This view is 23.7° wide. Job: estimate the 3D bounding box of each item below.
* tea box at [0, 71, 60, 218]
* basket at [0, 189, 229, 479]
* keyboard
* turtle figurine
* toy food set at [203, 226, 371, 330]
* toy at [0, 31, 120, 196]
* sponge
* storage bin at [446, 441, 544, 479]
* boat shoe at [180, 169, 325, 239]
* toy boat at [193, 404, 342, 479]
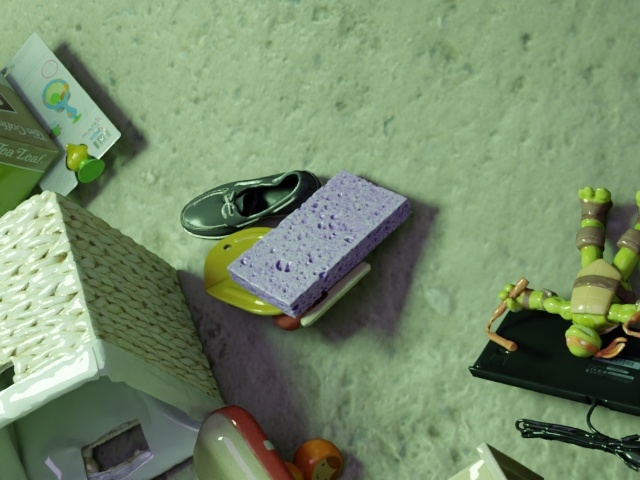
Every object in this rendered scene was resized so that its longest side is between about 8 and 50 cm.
[{"bbox_3d":[-0.591,-0.100,2.032,0.323,0.329,0.220,-48,60,16],"label":"tea box"},{"bbox_3d":[-0.341,0.158,1.869,0.328,0.331,0.266,-28,63,14],"label":"basket"},{"bbox_3d":[0.312,0.168,1.679,0.317,0.033,0.201,11,44,32],"label":"keyboard"},{"bbox_3d":[0.328,0.050,1.719,0.269,0.087,0.217,0,59,43],"label":"turtle figurine"},{"bbox_3d":[-0.047,0.062,1.902,0.218,0.071,0.128,19,55,36],"label":"toy food set"},{"bbox_3d":[-0.373,-0.166,2.134,0.137,0.056,0.237,-46,58,9],"label":"toy"},{"bbox_3d":[0.000,0.000,1.870,0.210,0.031,0.117,-42,47,-22],"label":"sponge"},{"bbox_3d":[0.222,0.372,1.582,0.123,0.260,0.262,-35,63,10],"label":"storage bin"},{"bbox_3d":[-0.098,-0.054,1.970,0.206,0.065,0.075,-12,70,21],"label":"boat shoe"},{"bbox_3d":[-0.039,0.288,1.810,0.151,0.151,0.231,-27,69,-25],"label":"toy boat"}]
